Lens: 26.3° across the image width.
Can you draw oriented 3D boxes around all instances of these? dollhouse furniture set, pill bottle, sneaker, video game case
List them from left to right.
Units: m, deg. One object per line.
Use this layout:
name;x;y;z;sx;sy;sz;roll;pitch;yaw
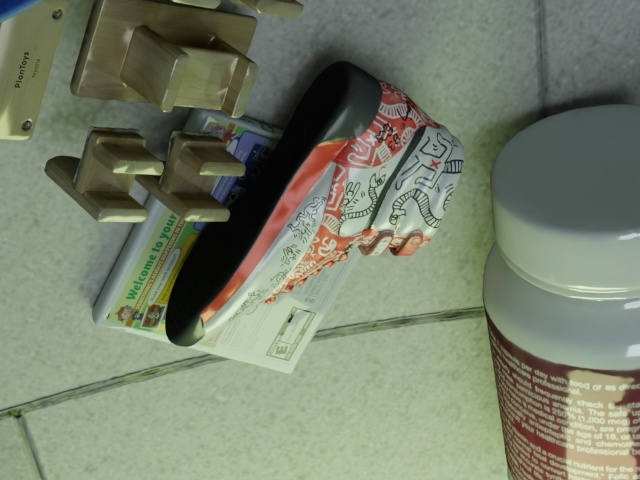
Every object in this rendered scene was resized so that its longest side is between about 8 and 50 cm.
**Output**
dollhouse furniture set;-0.161;-0.143;0.963;0.242;0.161;0.212;0;118;-44
video game case;-0.061;0.005;1.145;0.193;0.023;0.212;17;115;-28
sneaker;0.001;0.000;1.092;0.145;0.090;0.270;28;107;-29
pill bottle;0.261;0.094;1.194;0.224;0.224;0.392;-18;126;-8

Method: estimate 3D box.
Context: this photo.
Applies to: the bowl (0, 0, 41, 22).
bowl;-0.152;-0.286;0.672;0.391;0.077;0.391;-50;164;-20
